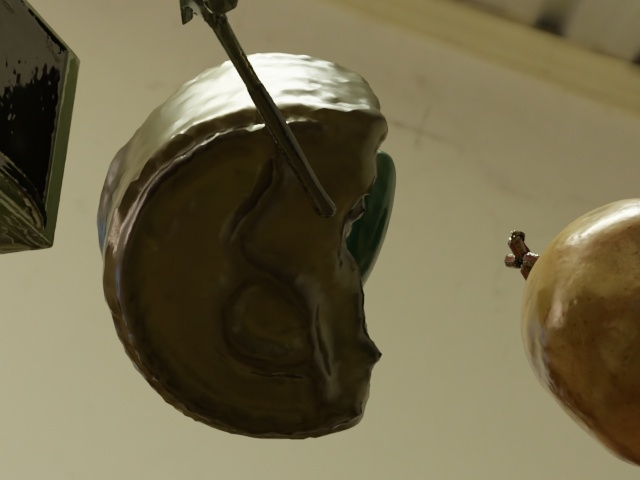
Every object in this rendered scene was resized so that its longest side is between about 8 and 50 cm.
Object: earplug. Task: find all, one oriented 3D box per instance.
[{"bbox_3d":[-0.006,0.000,2.340,0.280,0.164,0.257,20,-38,41],"label":"earplug"}]

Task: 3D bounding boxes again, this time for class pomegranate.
[{"bbox_3d":[0.416,0.101,2.192,0.338,0.338,0.338,16,-26,8],"label":"pomegranate"}]

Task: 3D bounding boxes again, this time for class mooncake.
[{"bbox_3d":[-0.050,0.014,2.029,0.394,0.393,0.246,50,7,-20],"label":"mooncake"}]

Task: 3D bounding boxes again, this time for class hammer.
[{"bbox_3d":[-0.053,-0.123,1.603,0.246,0.029,0.103,60,-16,-23],"label":"hammer"}]

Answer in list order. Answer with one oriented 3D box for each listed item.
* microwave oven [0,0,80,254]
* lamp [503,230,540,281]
[{"bbox_3d":[-0.436,-0.154,1.669,0.333,0.247,0.394,-7,-22,15],"label":"microwave oven"},{"bbox_3d":[0.293,0.032,2.535,0.083,0.031,0.063,43,-34,30],"label":"lamp"}]
